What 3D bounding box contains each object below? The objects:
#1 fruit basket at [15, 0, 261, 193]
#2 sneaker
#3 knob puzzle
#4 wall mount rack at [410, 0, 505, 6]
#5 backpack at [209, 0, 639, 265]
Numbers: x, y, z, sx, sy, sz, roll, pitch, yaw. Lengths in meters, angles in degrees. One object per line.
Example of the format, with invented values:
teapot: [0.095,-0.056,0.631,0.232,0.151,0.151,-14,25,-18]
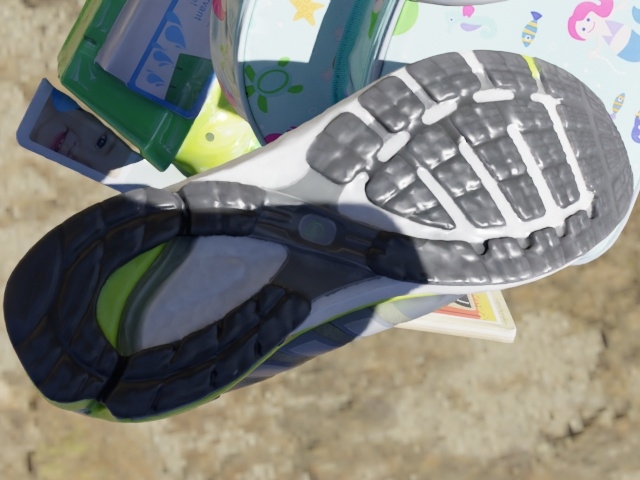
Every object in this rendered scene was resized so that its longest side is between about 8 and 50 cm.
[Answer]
fruit basket: [-0.020,-0.140,1.406,0.353,0.165,0.327,28,99,-10]
sneaker: [0.000,0.000,0.775,0.300,0.111,0.121,-18,173,-17]
knob puzzle: [0.022,0.002,1.146,0.213,0.213,0.030,4,115,-20]
wall mount rack: [0.124,-0.171,0.291,0.304,0.130,0.350,37,136,8]
backpack: [0.073,-0.112,0.932,0.254,0.191,0.225,19,104,-14]
